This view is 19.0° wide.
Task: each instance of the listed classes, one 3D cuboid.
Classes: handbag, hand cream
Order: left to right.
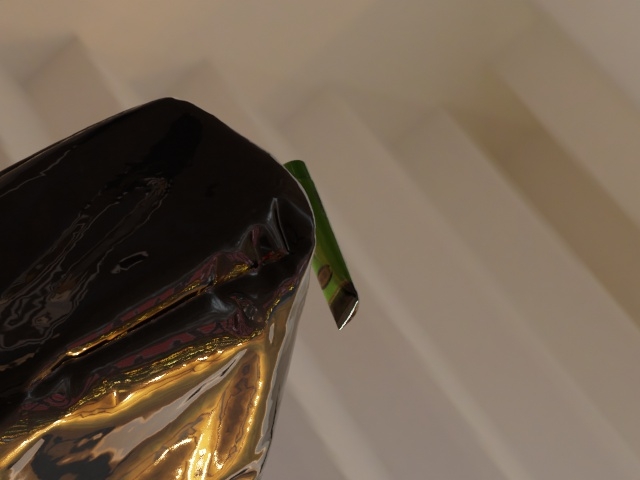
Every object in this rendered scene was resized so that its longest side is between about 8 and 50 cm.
[{"bbox_3d":[-0.155,0.096,0.974,0.178,0.275,0.302,41,137,27],"label":"handbag"},{"bbox_3d":[0.000,0.000,1.279,0.023,0.036,0.122,-5,-123,-29],"label":"hand cream"}]
